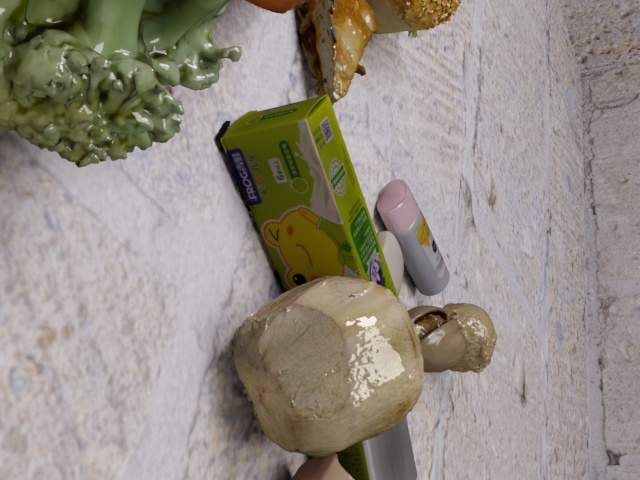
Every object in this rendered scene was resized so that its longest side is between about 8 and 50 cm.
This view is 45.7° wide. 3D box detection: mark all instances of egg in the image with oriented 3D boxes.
[{"bbox_3d":[0.233,0.161,1.260,0.140,0.116,0.118,90,-15,-62],"label":"egg"}]

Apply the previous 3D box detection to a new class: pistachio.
[{"bbox_3d":[0.158,0.151,1.147,0.149,0.113,0.113,3,80,-47],"label":"pistachio"}]

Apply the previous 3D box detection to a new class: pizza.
[{"bbox_3d":[0.014,-0.267,1.019,0.154,0.069,0.194,32,62,-56],"label":"pizza"}]

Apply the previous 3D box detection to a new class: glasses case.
[{"bbox_3d":[0.075,0.066,1.054,0.081,0.051,0.204,67,31,-29],"label":"glasses case"}]

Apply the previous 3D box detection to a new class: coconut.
[{"bbox_3d":[0.018,0.125,0.786,0.194,0.194,0.194,25,61,-58],"label":"coconut"}]

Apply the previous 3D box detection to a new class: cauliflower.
[{"bbox_3d":[-0.146,-0.210,0.490,0.260,0.281,0.327,62,14,24],"label":"cauliflower"}]

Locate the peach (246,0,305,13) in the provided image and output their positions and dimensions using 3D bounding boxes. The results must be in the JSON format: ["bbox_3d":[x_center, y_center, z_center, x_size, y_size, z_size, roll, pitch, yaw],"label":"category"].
[{"bbox_3d":[-0.051,-0.425,0.756,0.306,0.242,0.380,43,45,-25],"label":"peach"}]

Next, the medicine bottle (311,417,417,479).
[{"bbox_3d":[0.057,0.281,0.924,0.132,0.088,0.188,-20,100,-62],"label":"medicine bottle"}]

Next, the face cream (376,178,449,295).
[{"bbox_3d":[0.149,-0.001,1.208,0.198,0.057,0.084,60,34,-36],"label":"face cream"}]

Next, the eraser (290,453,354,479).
[{"bbox_3d":[-0.035,0.362,0.731,0.290,0.087,0.171,-44,120,-58],"label":"eraser"}]

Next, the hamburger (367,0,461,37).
[{"bbox_3d":[0.117,-0.448,1.137,0.294,0.179,0.276,-13,95,-62],"label":"hamburger"}]

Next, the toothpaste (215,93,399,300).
[{"bbox_3d":[0.000,0.000,0.870,0.327,0.110,0.077,69,28,-23],"label":"toothpaste"}]
